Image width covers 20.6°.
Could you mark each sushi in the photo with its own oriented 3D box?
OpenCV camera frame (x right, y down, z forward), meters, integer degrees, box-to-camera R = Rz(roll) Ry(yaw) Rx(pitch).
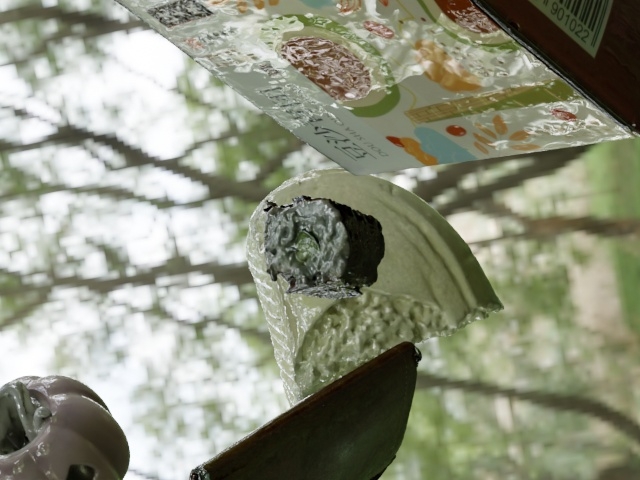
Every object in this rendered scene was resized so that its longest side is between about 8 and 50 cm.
[{"bbox_3d":[0.001,0.001,1.582,0.084,0.094,0.098,16,-112,-60],"label":"sushi"}]

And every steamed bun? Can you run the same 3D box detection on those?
[{"bbox_3d":[0.061,0.049,1.977,0.290,0.272,0.274,152,102,-80],"label":"steamed bun"}]

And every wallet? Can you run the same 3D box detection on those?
[{"bbox_3d":[-0.012,0.182,1.383,0.255,0.031,0.137,-27,-47,-45],"label":"wallet"}]

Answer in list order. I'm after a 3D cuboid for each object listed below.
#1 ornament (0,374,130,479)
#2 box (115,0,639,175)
[{"bbox_3d":[-0.293,0.223,1.839,0.177,0.177,0.178,-10,-90,-78],"label":"ornament"},{"bbox_3d":[0.064,-0.206,1.604,0.344,0.385,0.122,35,-115,-33],"label":"box"}]
